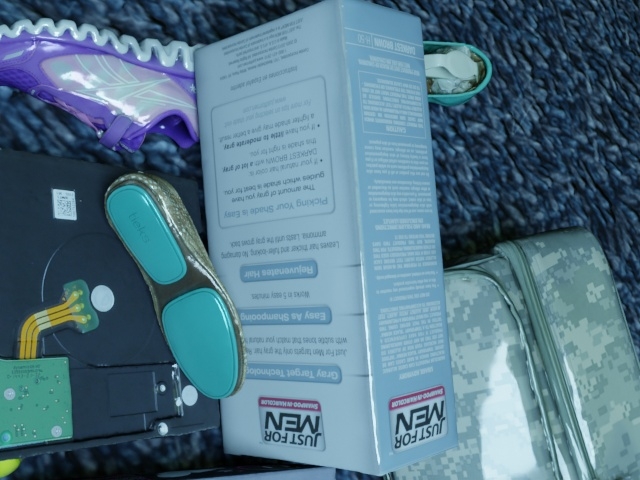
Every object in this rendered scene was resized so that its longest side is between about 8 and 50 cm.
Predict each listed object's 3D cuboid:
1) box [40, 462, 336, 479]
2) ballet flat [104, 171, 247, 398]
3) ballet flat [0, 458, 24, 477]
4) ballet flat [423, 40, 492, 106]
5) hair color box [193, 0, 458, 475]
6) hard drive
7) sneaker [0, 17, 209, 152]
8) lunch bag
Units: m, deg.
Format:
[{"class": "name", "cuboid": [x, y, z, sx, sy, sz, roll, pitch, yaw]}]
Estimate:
[{"class": "box", "cuboid": [-0.120, 0.272, 0.667, 0.247, 0.142, 0.163, 3, 76, -28]}, {"class": "ballet flat", "cuboid": [-0.110, 0.033, 0.693, 0.067, 0.073, 0.206, -63, 134, -70]}, {"class": "ballet flat", "cuboid": [-0.306, 0.086, 0.654, 0.077, 0.077, 0.230, -21, 91, -15]}, {"class": "ballet flat", "cuboid": [0.092, -0.197, 0.926, 0.247, 0.087, 0.083, -4, 80, -29]}, {"class": "hair color box", "cuboid": [0.000, 0.000, 0.726, 0.114, 0.185, 0.374, -2, 87, -47]}, {"class": "hard drive", "cuboid": [-0.230, 0.049, 0.640, 0.339, 0.064, 0.236, 5, 74, -51]}, {"class": "sneaker", "cuboid": [-0.199, -0.134, 0.755, 0.237, 0.095, 0.104, 2, 85, -29]}, {"class": "lunch bag", "cuboid": [0.165, 0.158, 0.822, 0.256, 0.212, 0.305, -12, 82, -13]}]
